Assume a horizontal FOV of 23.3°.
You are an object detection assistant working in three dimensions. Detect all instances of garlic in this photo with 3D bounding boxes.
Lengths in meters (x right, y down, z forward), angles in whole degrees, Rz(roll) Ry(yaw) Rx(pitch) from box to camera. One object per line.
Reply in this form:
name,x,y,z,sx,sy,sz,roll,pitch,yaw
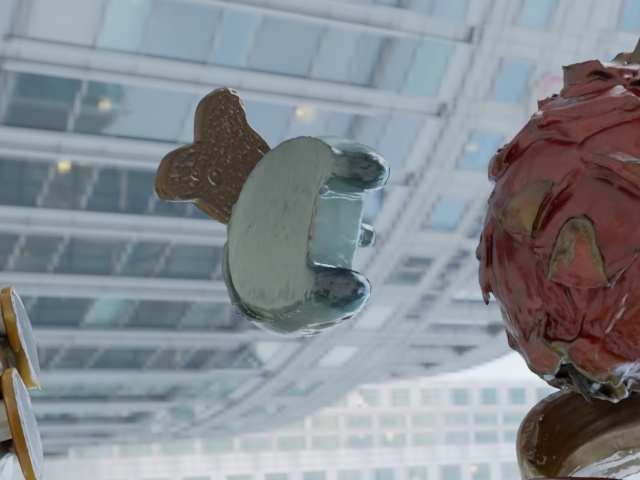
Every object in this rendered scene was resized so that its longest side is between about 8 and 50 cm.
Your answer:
garlic,0.270,0.181,1.395,0.128,0.198,0.091,-115,-164,-72

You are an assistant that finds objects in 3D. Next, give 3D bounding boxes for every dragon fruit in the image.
dragon fruit,0.274,-0.013,1.363,0.277,0.277,0.343,2,-109,53

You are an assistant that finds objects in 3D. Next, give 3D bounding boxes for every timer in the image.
timer,-0.363,0.148,1.317,0.233,0.240,0.234,168,-90,-87

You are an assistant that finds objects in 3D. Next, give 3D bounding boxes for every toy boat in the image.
toy boat,0.000,0.000,1.036,0.207,0.078,0.134,166,-68,-68

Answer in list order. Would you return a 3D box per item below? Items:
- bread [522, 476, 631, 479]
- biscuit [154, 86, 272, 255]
bread,0.173,0.302,0.976,0.114,0.327,0.295,-96,-150,-75
biscuit,-0.053,-0.032,1.393,0.031,0.205,0.138,-8,-132,58
